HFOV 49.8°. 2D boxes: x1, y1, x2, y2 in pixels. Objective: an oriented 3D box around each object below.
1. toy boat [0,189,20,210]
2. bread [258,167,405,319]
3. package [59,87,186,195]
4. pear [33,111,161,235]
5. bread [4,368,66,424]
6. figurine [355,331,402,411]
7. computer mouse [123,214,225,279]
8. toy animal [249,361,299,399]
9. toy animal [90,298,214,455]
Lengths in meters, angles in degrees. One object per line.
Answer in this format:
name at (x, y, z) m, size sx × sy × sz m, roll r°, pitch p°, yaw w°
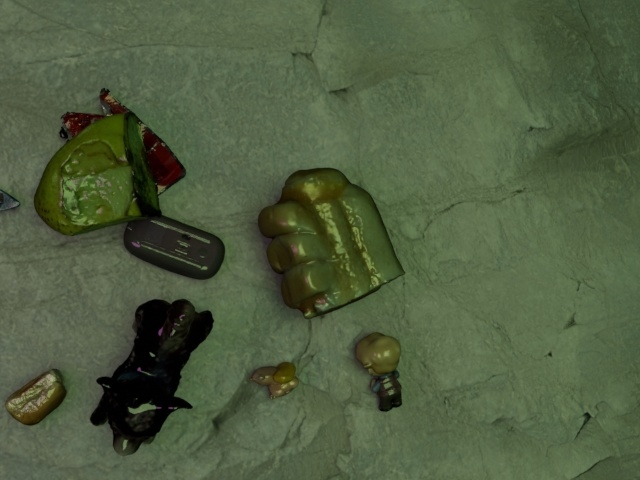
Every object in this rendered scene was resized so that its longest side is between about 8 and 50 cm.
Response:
toy boat at (-0.760, -0.098, 1.467) m, size 0.229 × 0.046 × 0.080 m, roll 11°, pitch 78°, yaw -18°
bread at (0.000, 0.000, 1.641) m, size 0.300 × 0.210 × 0.341 m, roll -25°, pitch 91°, yaw -32°
package at (-0.460, -0.206, 1.581) m, size 0.194 × 0.071 × 0.269 m, roll -36°, pitch 99°, yaw -6°
pear at (-0.494, -0.139, 1.475) m, size 0.255 × 0.164 × 0.238 m, roll -11°, pitch 94°, yaw 4°
bread at (-0.587, 0.330, 1.436) m, size 0.125 × 0.106 × 0.082 m, roll -38°, pitch 95°, yaw -18°
figurine at (0.158, 0.324, 1.718) m, size 0.114 × 0.108 × 0.196 m, roll -18°, pitch 106°, yaw -11°
computer mouse at (-0.337, 0.011, 1.595) m, size 0.232 × 0.057 × 0.120 m, roll 20°, pitch 67°, yaw -13°
toy animal at (-0.102, 0.338, 1.622) m, size 0.114 × 0.091 × 0.082 m, roll -8°, pitch 99°, yaw -22°
toy animal at (-0.350, 0.274, 1.426) m, size 0.194 × 0.303 × 0.344 m, roll 22°, pitch 75°, yaw -12°
